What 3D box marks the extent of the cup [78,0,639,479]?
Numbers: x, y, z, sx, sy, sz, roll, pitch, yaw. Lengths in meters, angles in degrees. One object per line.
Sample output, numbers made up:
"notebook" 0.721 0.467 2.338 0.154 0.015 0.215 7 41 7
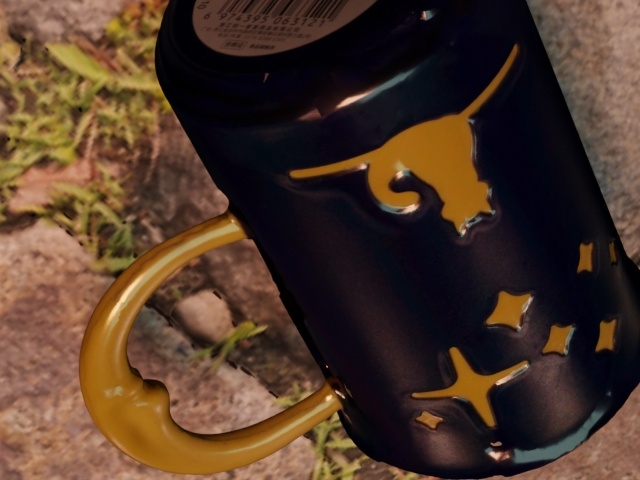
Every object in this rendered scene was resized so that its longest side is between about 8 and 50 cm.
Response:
"cup" 0.019 0.000 0.775 0.255 0.178 0.256 -53 134 -25
